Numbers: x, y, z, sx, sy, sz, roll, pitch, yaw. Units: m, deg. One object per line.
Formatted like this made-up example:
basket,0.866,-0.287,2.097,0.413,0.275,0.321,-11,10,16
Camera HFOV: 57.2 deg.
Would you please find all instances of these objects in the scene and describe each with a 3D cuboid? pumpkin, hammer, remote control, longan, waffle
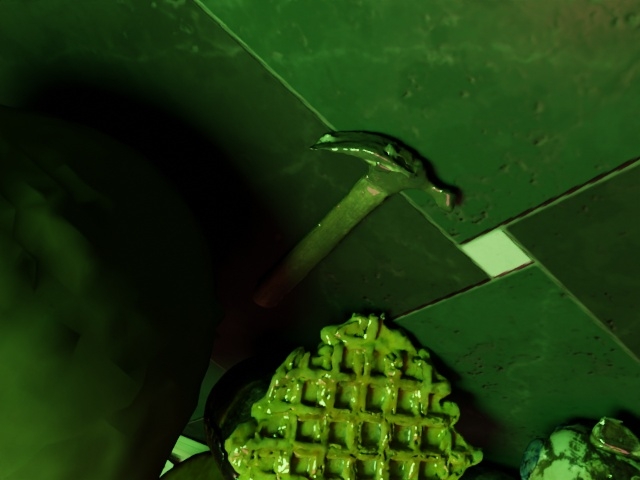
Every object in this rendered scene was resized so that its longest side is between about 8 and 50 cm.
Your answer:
pumpkin,-0.042,0.255,0.727,0.238,0.159,0.238,38,173,5
hammer,0.000,0.001,0.569,0.125,0.027,0.297,34,142,-7
remote control,-0.289,0.426,1.197,0.221,0.042,0.078,11,139,23
longan,-0.283,0.081,0.529,0.404,0.404,0.436,25,172,5
waffle,0.039,0.215,0.610,0.245,0.254,0.052,50,162,-6

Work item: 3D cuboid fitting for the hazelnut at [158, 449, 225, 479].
hazelnut,-0.129,0.554,0.967,0.429,0.402,0.402,-13,127,24

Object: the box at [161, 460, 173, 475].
box,-0.477,0.427,1.168,0.333,0.173,0.145,40,142,3

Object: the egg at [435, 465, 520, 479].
egg,0.204,0.362,0.751,0.181,0.141,0.141,4,136,44

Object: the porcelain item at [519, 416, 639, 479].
porcelain item,0.345,0.287,0.592,0.288,0.138,0.186,15,150,19
